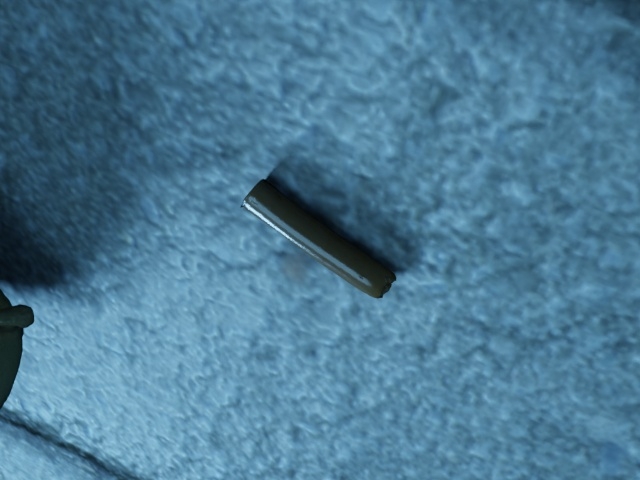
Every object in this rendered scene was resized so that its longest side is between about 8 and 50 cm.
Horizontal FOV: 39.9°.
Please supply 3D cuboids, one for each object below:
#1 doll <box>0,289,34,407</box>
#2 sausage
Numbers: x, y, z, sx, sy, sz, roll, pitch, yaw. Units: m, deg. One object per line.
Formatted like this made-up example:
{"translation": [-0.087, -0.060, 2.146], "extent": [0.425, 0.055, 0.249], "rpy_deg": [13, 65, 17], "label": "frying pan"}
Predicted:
{"translation": [-0.417, 0.041, 0.735], "extent": [0.349, 0.247, 0.247], "rpy_deg": [26, 134, 23], "label": "doll"}
{"translation": [0.000, 0.000, 0.598], "extent": [0.116, 0.026, 0.026], "rpy_deg": [35, 134, 0], "label": "sausage"}
